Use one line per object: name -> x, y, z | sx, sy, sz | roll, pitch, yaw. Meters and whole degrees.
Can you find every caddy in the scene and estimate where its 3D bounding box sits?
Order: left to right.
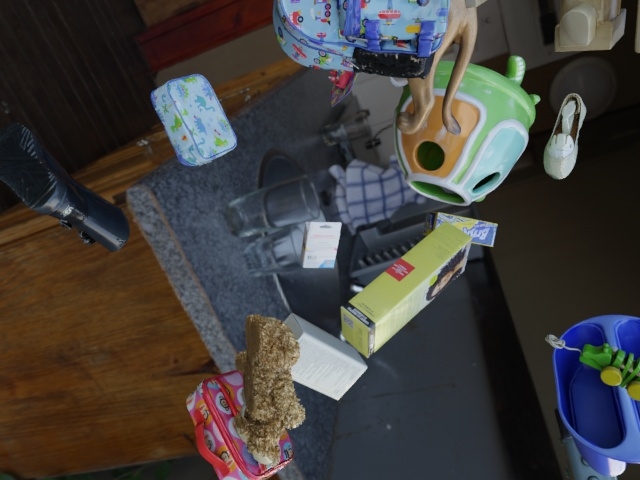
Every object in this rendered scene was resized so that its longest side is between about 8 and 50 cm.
caddy -> 0.610, 0.302, 1.009 | 0.179, 0.241, 0.341 | 59, 32, -30

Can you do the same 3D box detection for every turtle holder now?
turtle holder -> 0.249, -0.187, 0.931 | 0.320, 0.243, 0.227 | 52, 56, -84

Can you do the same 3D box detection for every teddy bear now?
teddy bear -> -0.116, 0.334, 1.128 | 0.113, 0.245, 0.338 | 3, 84, -30

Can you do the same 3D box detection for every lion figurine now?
lion figurine -> 0.087, -0.329, 0.638 | 0.392, 0.240, 0.142 | 39, 52, 2

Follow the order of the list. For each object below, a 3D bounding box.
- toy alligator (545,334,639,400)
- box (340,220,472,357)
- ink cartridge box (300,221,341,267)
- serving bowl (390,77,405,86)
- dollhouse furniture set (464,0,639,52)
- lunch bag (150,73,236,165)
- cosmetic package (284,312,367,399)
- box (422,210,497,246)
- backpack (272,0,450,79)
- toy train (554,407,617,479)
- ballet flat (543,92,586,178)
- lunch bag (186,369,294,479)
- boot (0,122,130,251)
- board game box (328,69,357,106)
toy alligator -> 0.448, 0.184, 0.768 | 0.056, 0.190, 0.051 | -34, 148, -50
box -> 0.133, 0.070, 0.755 | 0.058, 0.232, 0.087 | 38, -28, 32
ink cartridge box -> 0.000, 0.000, 1.595 | 0.061, 0.104, 0.181 | -106, -159, -52
serving bowl -> 0.139, -0.292, 0.813 | 0.083, 0.027, 0.083 | -32, 127, -54
dollhouse furniture set -> 0.180, -0.202, 0.302 | 0.123, 0.151, 0.144 | -42, 129, -36
lunch bag -> -0.322, -0.311, 1.300 | 0.176, 0.090, 0.219 | -44, 113, -51
cosmetic package -> -0.015, 0.376, 1.601 | 0.309, 0.160, 0.113 | 37, 7, -36
box -> 0.333, -0.027, 1.191 | 0.054, 0.169, 0.059 | -160, -100, -70
backpack -> 0.034, -0.246, 0.484 | 0.117, 0.173, 0.158 | -31, 128, -83
toy train -> 0.721, 0.602, 1.340 | 0.190, 0.142, 0.334 | 48, 34, -42
ballet flat -> 0.442, -0.193, 0.912 | 0.052, 0.057, 0.168 | 42, 62, -51
lunch bag -> -0.223, 0.494, 1.313 | 0.293, 0.120, 0.258 | 55, 22, 21
boot -> -0.484, -0.090, 0.941 | 0.246, 0.094, 0.207 | 41, -7, 27
board game box -> 0.048, -0.409, 1.229 | 0.169, 0.033, 0.133 | 169, -65, -69
